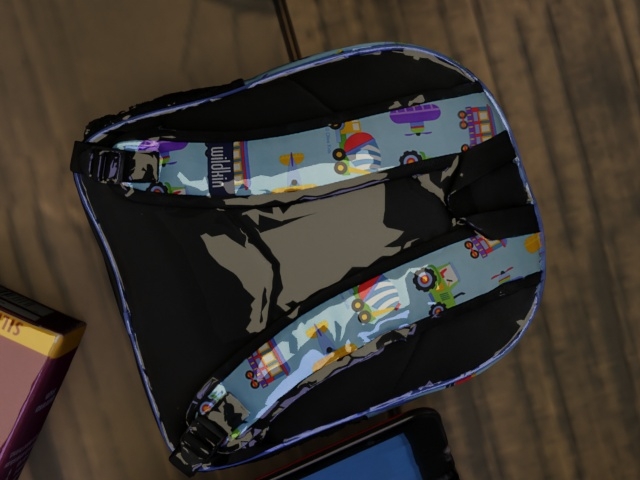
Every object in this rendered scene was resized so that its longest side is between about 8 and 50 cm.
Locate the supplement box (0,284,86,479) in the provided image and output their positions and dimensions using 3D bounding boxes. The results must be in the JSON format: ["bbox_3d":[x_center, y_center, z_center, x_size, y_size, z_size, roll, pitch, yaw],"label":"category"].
[{"bbox_3d":[-0.190,0.102,0.603,0.104,0.081,0.188,24,89,-1],"label":"supplement box"}]

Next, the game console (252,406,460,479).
[{"bbox_3d":[0.005,0.150,0.605,0.144,0.085,0.124,-24,90,-1],"label":"game console"}]

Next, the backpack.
[{"bbox_3d":[0.000,0.000,0.590,0.173,0.117,0.158,-19,90,-1],"label":"backpack"}]
